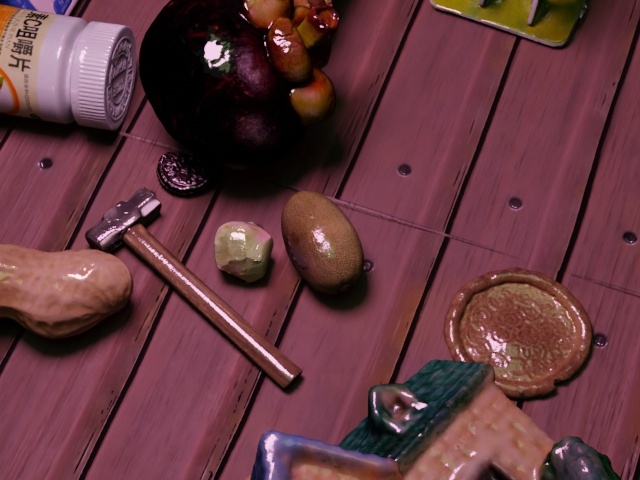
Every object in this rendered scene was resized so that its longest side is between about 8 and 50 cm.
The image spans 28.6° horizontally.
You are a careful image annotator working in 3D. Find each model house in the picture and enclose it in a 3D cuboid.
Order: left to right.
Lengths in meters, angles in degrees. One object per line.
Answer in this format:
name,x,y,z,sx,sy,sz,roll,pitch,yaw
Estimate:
model house,0.092,0.315,1.423,0.382,0.334,0.342,-36,68,-27
model house,0.321,-0.518,1.876,0.242,0.313,0.358,21,65,15

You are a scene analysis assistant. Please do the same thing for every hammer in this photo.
hammer,-0.164,0.073,1.722,0.365,0.043,0.111,41,69,18

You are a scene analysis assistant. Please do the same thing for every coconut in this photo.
coconut,-0.108,0.010,1.729,0.082,0.083,0.081,27,58,-30

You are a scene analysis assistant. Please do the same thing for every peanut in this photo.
peanut,-0.389,0.070,1.692,0.274,0.111,0.125,2,77,6

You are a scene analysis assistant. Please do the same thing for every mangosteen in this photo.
mangosteen,-0.108,-0.240,1.742,0.233,0.287,0.287,-9,57,-38

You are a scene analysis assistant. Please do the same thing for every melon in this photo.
melon,0.000,0.000,1.718,0.099,0.099,0.162,-23,61,-10

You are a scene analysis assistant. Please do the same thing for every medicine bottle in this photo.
medicine bottle,-0.443,-0.262,1.841,0.318,0.158,0.158,10,62,8

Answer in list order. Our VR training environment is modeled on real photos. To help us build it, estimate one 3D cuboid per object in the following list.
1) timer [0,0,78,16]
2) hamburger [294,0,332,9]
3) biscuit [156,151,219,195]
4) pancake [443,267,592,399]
timer,-0.429,-0.449,1.937,0.078,0.178,0.253,6,58,33
hamburger,-0.091,-0.422,1.881,0.260,0.245,0.211,11,62,30
biscuit,-0.191,-0.104,1.821,0.087,0.027,0.089,32,68,17
pancake,0.265,0.123,1.688,0.199,0.021,0.199,-1,63,2
